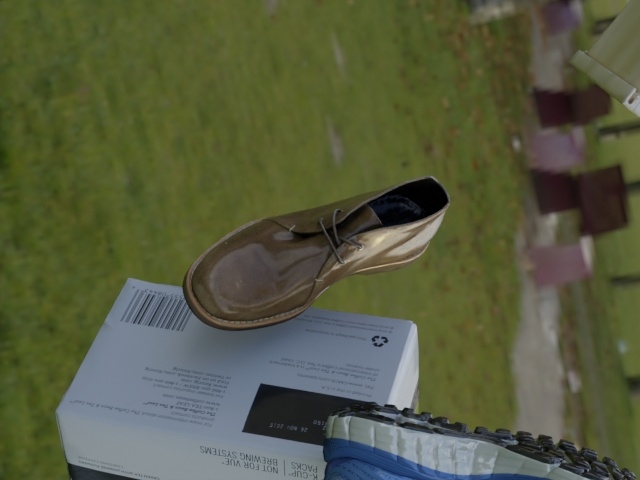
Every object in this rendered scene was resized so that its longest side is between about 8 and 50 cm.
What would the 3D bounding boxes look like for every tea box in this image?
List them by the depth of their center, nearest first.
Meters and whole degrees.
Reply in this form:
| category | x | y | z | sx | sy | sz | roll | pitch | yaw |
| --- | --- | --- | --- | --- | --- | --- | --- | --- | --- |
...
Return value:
| category | x | y | z | sx | sy | sz | roll | pitch | yaw |
| --- | --- | --- | --- | --- | --- | --- | --- | --- | --- |
| tea box | -0.075 | 0.246 | 1.721 | 0.220 | 0.329 | 0.323 | -67 | 162 | -47 |

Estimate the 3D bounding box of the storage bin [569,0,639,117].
| category | x | y | z | sx | sy | sz | roll | pitch | yaw |
| --- | --- | --- | --- | --- | --- | --- | --- | --- | --- |
| storage bin | 0.315 | -0.073 | 1.033 | 0.260 | 0.123 | 0.262 | 37 | 10 | -5 |

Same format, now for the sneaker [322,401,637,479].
| category | x | y | z | sx | sy | sz | roll | pitch | yaw |
| --- | --- | --- | --- | --- | --- | --- | --- | --- | --- |
| sneaker | 0.158 | 0.249 | 1.446 | 0.130 | 0.330 | 0.147 | -20 | 121 | -79 |

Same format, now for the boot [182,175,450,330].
| category | x | y | z | sx | sy | sz | roll | pitch | yaw |
| --- | --- | --- | --- | --- | --- | --- | --- | --- | --- |
| boot | 0.000 | 0.000 | 1.630 | 0.112 | 0.305 | 0.115 | 62 | -31 | 12 |
